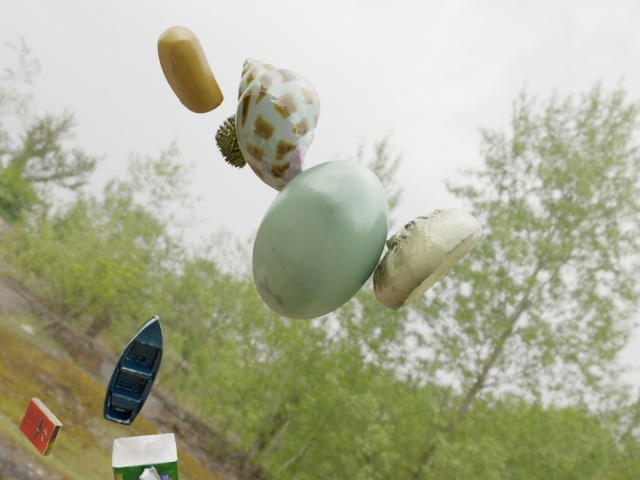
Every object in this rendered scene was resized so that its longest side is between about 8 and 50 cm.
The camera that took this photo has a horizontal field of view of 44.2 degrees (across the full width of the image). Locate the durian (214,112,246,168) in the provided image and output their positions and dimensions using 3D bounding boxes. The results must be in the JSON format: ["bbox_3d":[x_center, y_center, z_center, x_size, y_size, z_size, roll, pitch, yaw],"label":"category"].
[{"bbox_3d":[-0.245,-0.271,2.171,0.096,0.137,0.221,5,-11,-13],"label":"durian"}]

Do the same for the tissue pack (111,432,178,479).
[{"bbox_3d":[-0.403,0.584,1.846,0.156,0.148,0.209,-114,-157,-60],"label":"tissue pack"}]

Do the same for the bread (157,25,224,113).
[{"bbox_3d":[-0.320,-0.402,1.884,0.147,0.098,0.217,22,-35,48],"label":"bread"}]

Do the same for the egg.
[{"bbox_3d":[0.000,0.000,1.760,0.276,0.388,0.276,27,16,-8],"label":"egg"}]

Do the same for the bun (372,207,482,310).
[{"bbox_3d":[0.230,0.026,1.777,0.146,0.287,0.287,50,-11,10],"label":"bun"}]

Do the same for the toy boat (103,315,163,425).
[{"bbox_3d":[-0.423,0.291,1.817,0.096,0.299,0.061,21,21,-12],"label":"toy boat"}]

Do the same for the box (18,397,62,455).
[{"bbox_3d":[-0.714,0.474,2.005,0.133,0.090,0.023,31,10,37],"label":"box"}]

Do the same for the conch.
[{"bbox_3d":[-0.114,-0.299,1.922,0.197,0.249,0.368,21,37,-24],"label":"conch"}]
